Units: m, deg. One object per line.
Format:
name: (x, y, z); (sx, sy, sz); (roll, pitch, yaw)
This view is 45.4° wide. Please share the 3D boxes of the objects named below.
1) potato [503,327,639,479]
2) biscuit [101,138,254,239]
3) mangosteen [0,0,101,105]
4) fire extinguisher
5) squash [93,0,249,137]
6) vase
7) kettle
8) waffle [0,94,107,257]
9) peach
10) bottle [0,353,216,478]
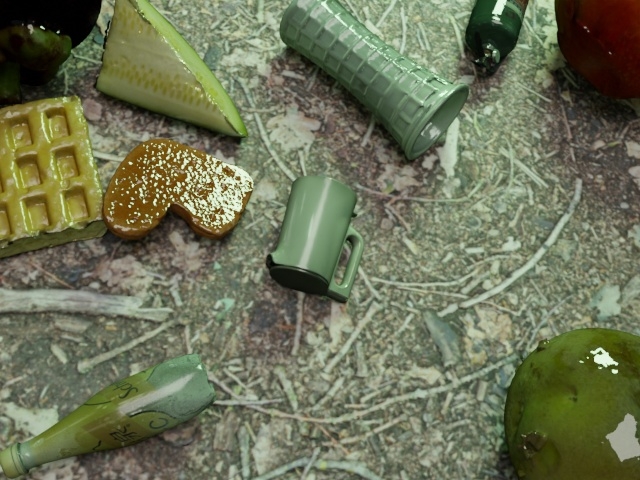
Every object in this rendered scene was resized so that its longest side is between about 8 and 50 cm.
potato: (0.415, 0.263, 0.964); (0.359, 0.219, 0.269); (19, 58, -1)
biscuit: (-0.206, -0.058, 1.102); (0.192, 0.036, 0.186); (21, 52, -6)
mangosteen: (-0.456, -0.348, 1.118); (0.288, 0.287, 0.233); (20, 30, 2)
fire extinguisher: (0.307, -0.391, 1.308); (0.093, 0.118, 0.294); (3, 60, 33)
squash: (-0.201, -0.274, 1.180); (0.252, 0.093, 0.169); (19, 110, 2)
vase: (0.076, -0.275, 1.205); (0.299, 0.143, 0.143); (42, 68, 14)
kettle: (-0.006, -0.001, 1.104); (0.098, 0.127, 0.148); (2, 64, 29)
waffle: (-0.445, -0.086, 1.095); (0.248, 0.055, 0.221); (-14, 69, -13)
peach: (0.548, -0.398, 1.235); (0.373, 0.372, 0.290); (-22, 39, -16)
bottle: (-0.266, 0.226, 0.964); (0.270, 0.083, 0.083); (-22, 71, -14)
